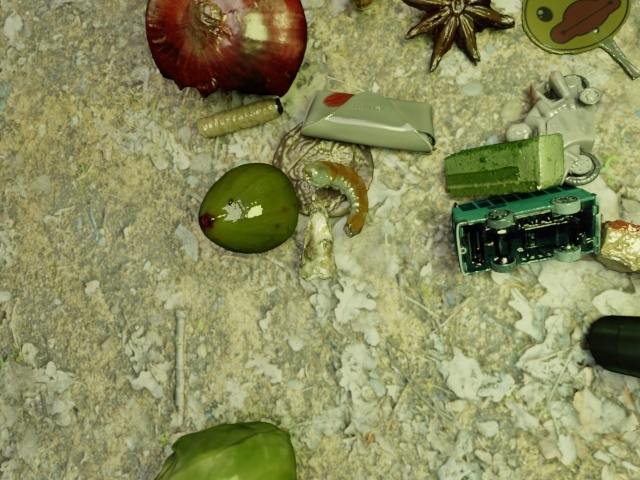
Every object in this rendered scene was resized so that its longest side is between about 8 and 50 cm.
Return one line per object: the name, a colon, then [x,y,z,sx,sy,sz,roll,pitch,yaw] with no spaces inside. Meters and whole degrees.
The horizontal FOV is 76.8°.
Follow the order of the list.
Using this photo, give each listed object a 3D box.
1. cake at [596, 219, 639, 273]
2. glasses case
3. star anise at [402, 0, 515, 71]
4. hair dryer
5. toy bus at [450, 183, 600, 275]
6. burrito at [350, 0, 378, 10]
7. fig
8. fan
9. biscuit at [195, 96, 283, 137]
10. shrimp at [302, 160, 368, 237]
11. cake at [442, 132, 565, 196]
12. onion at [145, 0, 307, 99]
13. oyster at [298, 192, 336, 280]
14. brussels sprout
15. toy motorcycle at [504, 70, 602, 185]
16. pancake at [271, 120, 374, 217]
cake: [0.642,0.034,0.765,0.220,0.116,0.086,20,94,22]
glasses case: [0.112,-0.274,0.896,0.307,0.083,0.129,8,74,1]
star anise: [0.296,-0.519,0.905,0.271,0.103,0.273,1,109,3]
hair dryer: [0.682,0.149,0.705,0.302,0.244,0.116,-26,86,-9]
toy bus: [0.391,-0.025,0.806,0.255,0.147,0.129,-11,111,9]
burrito: [0.082,-0.669,0.939,0.105,0.143,0.300,-29,73,39]
fig: [-0.160,-0.065,0.872,0.202,0.225,0.203,7,105,26]
fan: [0.586,-0.484,0.891,0.229,0.011,0.335,-32,78,5]
biscuit: [-0.195,-0.299,0.984,0.218,0.061,0.055,-13,123,7]
shrimp: [0.032,-0.089,0.870,0.160,0.049,0.166,6,75,-26]
cake: [0.336,-0.138,0.793,0.235,0.099,0.100,-2,100,43]
onion: [-0.186,-0.463,0.871,0.340,0.341,0.342,-1,84,10]
oyster: [0.000,0.002,0.917,0.105,0.061,0.200,17,101,-6]
brussels sprout: [-0.189,0.487,0.788,0.327,0.328,0.247,-19,48,7]
toy motorcycle: [0.468,-0.226,0.824,0.170,0.110,0.261,-1,69,22]
pancake: [0.006,-0.170,0.946,0.249,0.031,0.251,-1,86,8]
